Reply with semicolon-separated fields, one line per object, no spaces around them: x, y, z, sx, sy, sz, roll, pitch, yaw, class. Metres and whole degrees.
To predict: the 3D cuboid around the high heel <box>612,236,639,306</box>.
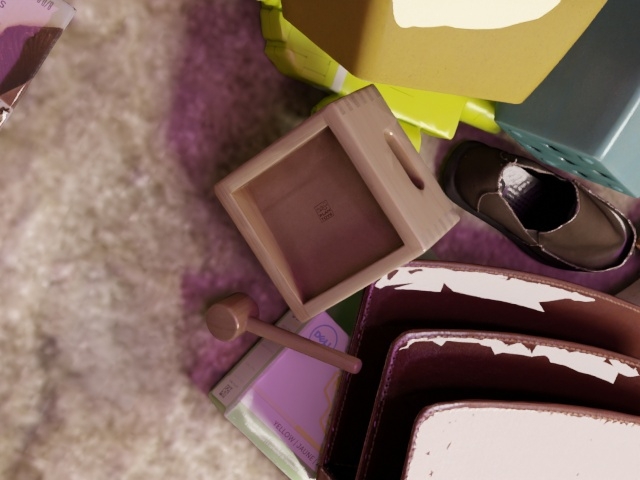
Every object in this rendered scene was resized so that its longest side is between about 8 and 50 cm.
0.304;0.093;1.071;0.244;0.082;0.117;-53;123;-14;high heel

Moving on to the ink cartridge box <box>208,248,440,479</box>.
0.041;0.109;0.954;0.235;0.056;0.171;-46;115;-8;ink cartridge box

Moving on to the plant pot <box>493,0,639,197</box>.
0.258;-0.168;0.904;0.165;0.165;0.234;26;90;-53;plant pot

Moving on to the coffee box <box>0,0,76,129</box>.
-0.316;-0.072;0.705;0.168;0.119;0.297;33;86;-28;coffee box

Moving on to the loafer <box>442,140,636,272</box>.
0.211;-0.020;0.994;0.220;0.078;0.080;21;91;-28;loafer

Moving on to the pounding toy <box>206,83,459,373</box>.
0.001;0.010;0.864;0.181;0.206;0.094;57;31;-2;pounding toy

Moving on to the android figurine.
0.063;-0.190;0.902;0.272;0.056;0.248;21;92;-30;android figurine

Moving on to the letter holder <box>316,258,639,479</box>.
0.180;0.143;0.897;0.301;0.152;0.214;11;96;-22;letter holder

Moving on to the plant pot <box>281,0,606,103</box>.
0.082;-0.213;0.763;0.212;0.212;0.187;4;116;-29;plant pot
